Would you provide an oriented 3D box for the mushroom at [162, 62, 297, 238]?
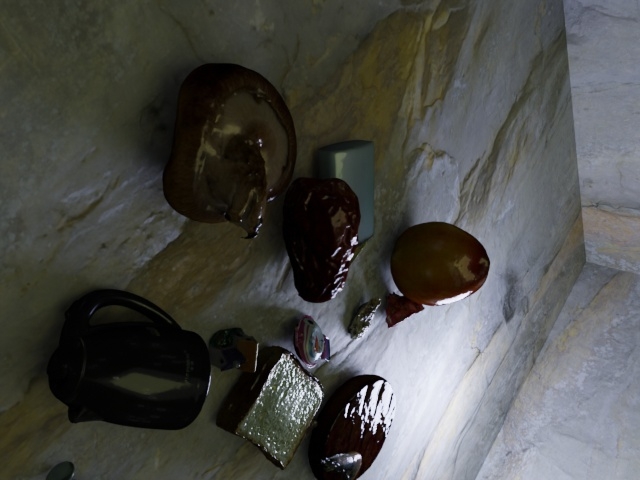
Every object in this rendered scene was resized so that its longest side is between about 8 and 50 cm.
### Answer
[{"bbox_3d":[-0.165,-0.182,1.177,0.345,0.259,0.346,-21,119,-44],"label":"mushroom"}]

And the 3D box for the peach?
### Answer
[{"bbox_3d":[0.397,0.077,1.874,0.307,0.332,0.308,2,88,-48],"label":"peach"}]

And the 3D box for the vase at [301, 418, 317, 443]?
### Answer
[{"bbox_3d":[-0.056,0.586,1.742,0.100,0.053,0.053,-34,127,-43],"label":"vase"}]

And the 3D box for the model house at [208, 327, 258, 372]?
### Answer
[{"bbox_3d":[-0.212,0.278,1.411,0.100,0.100,0.088,-3,105,-48],"label":"model house"}]

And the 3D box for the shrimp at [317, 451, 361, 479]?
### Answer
[{"bbox_3d":[0.042,0.763,1.792,0.262,0.051,0.198,31,82,-54],"label":"shrimp"}]

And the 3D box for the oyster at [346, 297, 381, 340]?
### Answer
[{"bbox_3d":[0.143,0.257,1.860,0.108,0.053,0.166,6,106,-40],"label":"oyster"}]

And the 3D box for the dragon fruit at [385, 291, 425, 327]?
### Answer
[{"bbox_3d":[0.282,0.228,1.980,0.153,0.153,0.111,-16,76,-46],"label":"dragon fruit"}]

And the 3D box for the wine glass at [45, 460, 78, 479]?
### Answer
[{"bbox_3d":[-0.506,0.531,1.187,0.073,0.073,0.155,-44,129,-31],"label":"wine glass"}]

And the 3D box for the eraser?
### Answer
[{"bbox_3d":[0.076,-0.128,1.602,0.189,0.104,0.290,-20,117,-40],"label":"eraser"}]

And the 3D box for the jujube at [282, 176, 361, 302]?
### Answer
[{"bbox_3d":[0.000,0.000,1.469,0.216,0.216,0.342,-22,127,-43],"label":"jujube"}]

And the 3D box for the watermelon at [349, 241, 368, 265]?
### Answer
[{"bbox_3d":[0.059,0.066,1.666,0.181,0.092,0.075,-51,151,-36],"label":"watermelon"}]

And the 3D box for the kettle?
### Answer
[{"bbox_3d":[-0.395,0.236,1.140,0.290,0.207,0.269,21,58,-42],"label":"kettle"}]

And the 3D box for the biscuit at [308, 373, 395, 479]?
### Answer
[{"bbox_3d":[0.109,0.644,1.927,0.407,0.091,0.408,-24,124,-43],"label":"biscuit"}]

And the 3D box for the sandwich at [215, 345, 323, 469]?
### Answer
[{"bbox_3d":[-0.127,0.456,1.578,0.271,0.099,0.301,-60,137,-25],"label":"sandwich"}]

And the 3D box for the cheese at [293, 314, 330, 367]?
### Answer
[{"bbox_3d":[-0.018,0.302,1.661,0.244,0.062,0.155,40,45,-58],"label":"cheese"}]
